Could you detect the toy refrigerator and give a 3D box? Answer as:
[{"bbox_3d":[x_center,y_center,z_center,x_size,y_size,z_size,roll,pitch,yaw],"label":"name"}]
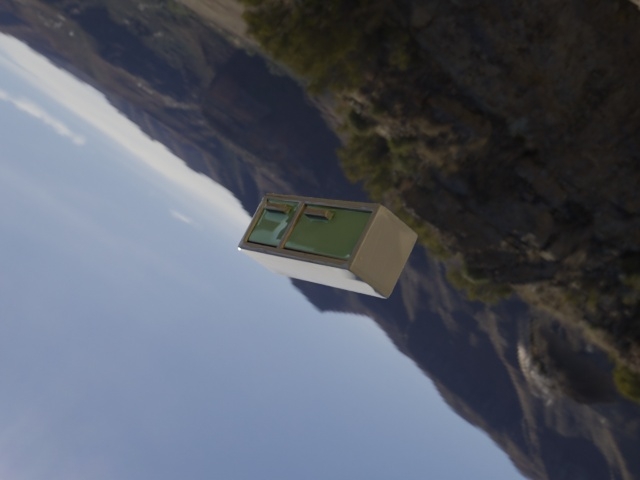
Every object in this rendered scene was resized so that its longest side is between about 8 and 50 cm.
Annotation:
[{"bbox_3d":[0.000,0.000,1.194,0.094,0.102,0.270,36,164,-35],"label":"toy refrigerator"}]
